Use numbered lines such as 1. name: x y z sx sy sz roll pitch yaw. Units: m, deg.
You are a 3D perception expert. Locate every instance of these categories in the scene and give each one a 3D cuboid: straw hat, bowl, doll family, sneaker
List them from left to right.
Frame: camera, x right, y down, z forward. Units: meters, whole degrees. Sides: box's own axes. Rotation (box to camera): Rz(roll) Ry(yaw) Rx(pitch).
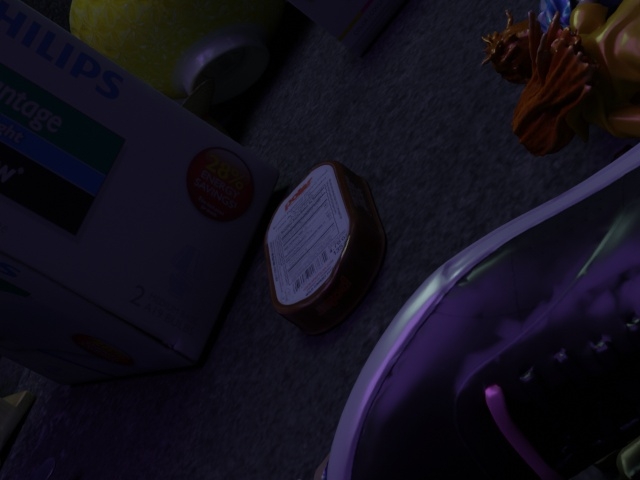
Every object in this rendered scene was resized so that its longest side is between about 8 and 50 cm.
1. bowl: -0.151 -0.265 1.273 0.289 0.289 0.156 -42 70 28
2. straw hat: -0.142 -0.122 1.223 0.144 0.061 0.144 -55 -2 -4
3. doll family: 0.170 -0.129 0.573 0.163 0.118 0.263 -40 28 31
4. sneaker: 0.133 0.041 0.388 0.296 0.104 0.147 -38 22 -1

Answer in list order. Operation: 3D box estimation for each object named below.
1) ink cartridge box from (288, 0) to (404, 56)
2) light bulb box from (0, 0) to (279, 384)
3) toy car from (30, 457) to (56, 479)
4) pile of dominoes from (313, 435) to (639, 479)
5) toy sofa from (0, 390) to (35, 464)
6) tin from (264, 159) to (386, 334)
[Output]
1. ink cartridge box: -0.009 -0.294 1.014 0.109 0.209 0.062 -50 24 11
2. light bulb box: -0.302 -0.031 1.038 0.361 0.358 0.225 -18 45 56
3. toy car: -0.347 0.283 1.002 0.188 0.149 0.155 -30 25 24
4. pile of dominoes: 0.078 0.109 0.535 0.196 0.040 0.251 -54 24 4
5. toy sofa: -0.560 0.179 1.246 0.150 0.362 0.177 -23 33 50
6. tin: 0.000 0.000 0.832 0.106 0.040 0.189 -43 26 16
